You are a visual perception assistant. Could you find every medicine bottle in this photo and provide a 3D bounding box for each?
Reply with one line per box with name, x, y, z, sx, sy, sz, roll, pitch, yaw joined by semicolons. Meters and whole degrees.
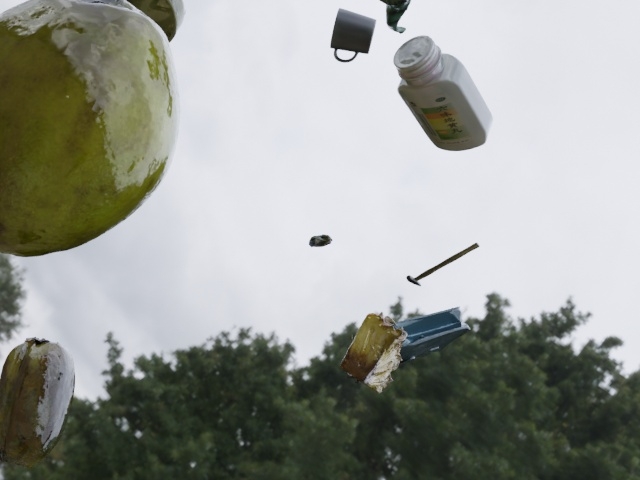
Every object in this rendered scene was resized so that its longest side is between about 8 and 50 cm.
medicine bottle;0.306;-0.371;1.846;0.179;0.124;0.324;3;-33;39

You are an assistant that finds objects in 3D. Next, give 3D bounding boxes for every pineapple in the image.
pineapple;0.080;0.184;1.096;0.069;0.116;0.137;25;-55;33

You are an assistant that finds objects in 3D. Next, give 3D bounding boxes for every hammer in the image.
hammer;0.310;0.059;1.797;0.062;0.199;0.013;31;35;-47

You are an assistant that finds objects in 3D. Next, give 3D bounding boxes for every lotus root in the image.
lotus root;-0.615;0.350;1.556;0.152;0.275;0.160;9;-11;16

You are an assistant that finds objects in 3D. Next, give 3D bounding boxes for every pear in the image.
pear;-0.383;-0.176;1.092;0.352;0.413;0.352;34;8;-5

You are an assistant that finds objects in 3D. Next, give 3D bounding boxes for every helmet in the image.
helmet;-0.500;-0.705;2.192;0.257;0.137;0.204;5;-54;30

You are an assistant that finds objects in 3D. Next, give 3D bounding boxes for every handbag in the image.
handbag;0.223;0.240;1.694;0.062;0.229;0.179;64;-36;25

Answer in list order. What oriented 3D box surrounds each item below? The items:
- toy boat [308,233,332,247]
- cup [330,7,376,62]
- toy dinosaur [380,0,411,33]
toy boat;0.000;0.000;2.008;0.083;0.038;0.038;-10;-64;40
cup;0.062;-0.394;1.410;0.077;0.078;0.100;14;-58;1
toy dinosaur;0.104;-0.423;1.172;0.120;0.079;0.292;26;-16;2
